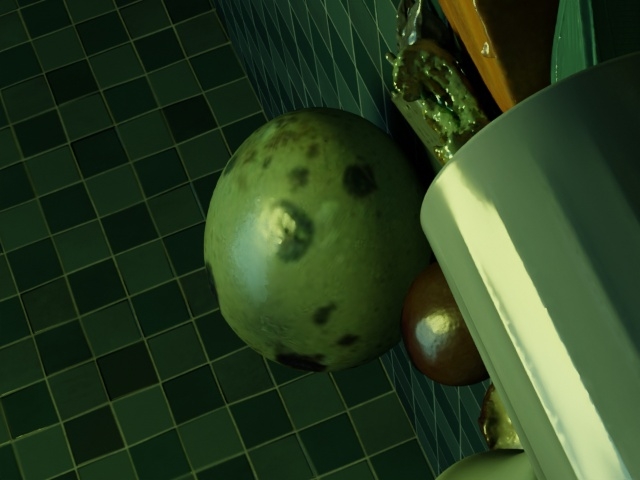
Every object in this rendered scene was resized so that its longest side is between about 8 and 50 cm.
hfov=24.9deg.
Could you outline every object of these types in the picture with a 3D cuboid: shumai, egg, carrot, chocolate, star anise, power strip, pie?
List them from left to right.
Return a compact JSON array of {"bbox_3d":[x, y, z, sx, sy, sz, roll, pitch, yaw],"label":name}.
[{"bbox_3d":[0.000,0.000,2.110,0.428,0.345,0.345,85,163,-52],"label":"egg"},{"bbox_3d":[0.122,-0.207,1.663,0.204,0.061,0.181,-126,16,-68],"label":"star anise"},{"bbox_3d":[0.151,-0.097,1.593,0.268,0.034,0.092,53,171,-4],"label":"power strip"},{"bbox_3d":[0.185,0.095,1.804,0.177,0.176,0.177,158,90,-84],"label":"chocolate"},{"bbox_3d":[0.166,-0.067,1.408,0.302,0.067,0.302,56,-171,-13],"label":"pie"},{"bbox_3d":[0.151,-0.207,1.266,0.258,0.100,0.307,-114,2,-49],"label":"carrot"},{"bbox_3d":[0.252,0.216,1.729,0.201,0.120,0.201,161,90,-86],"label":"shumai"}]

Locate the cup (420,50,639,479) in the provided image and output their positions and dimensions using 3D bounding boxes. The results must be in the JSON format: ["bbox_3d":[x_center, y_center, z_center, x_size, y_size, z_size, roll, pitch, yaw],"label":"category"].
[{"bbox_3d":[0.250,0.085,0.938,0.323,0.236,0.327,20,-139,-58],"label":"cup"}]

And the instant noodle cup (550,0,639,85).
[{"bbox_3d":[0.212,-0.114,1.060,0.179,0.070,0.157,80,-174,-64],"label":"instant noodle cup"}]

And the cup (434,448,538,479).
[{"bbox_3d":[0.261,0.296,1.243,0.163,0.347,0.347,-49,55,40],"label":"cup"}]
